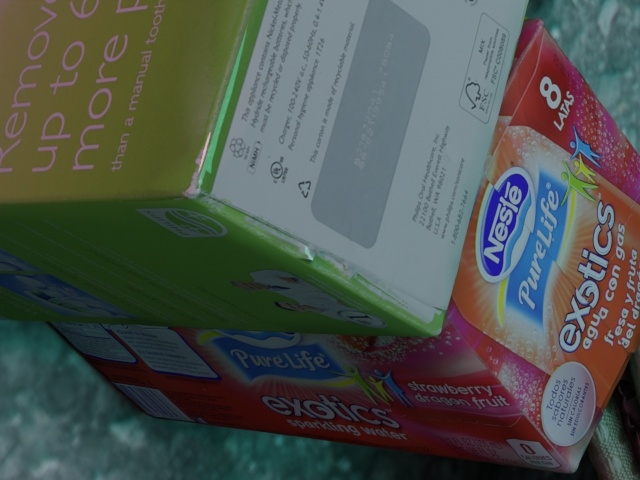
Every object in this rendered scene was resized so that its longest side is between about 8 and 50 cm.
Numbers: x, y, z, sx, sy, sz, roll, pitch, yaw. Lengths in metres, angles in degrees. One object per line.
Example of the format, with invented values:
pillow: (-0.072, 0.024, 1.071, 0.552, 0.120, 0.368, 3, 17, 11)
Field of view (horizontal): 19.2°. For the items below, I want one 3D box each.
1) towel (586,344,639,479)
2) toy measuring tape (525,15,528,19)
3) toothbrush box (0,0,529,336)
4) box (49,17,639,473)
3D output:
towel: (0.168, 0.083, 0.966, 0.312, 0.056, 0.324, -84, 152, -66)
toy measuring tape: (-0.013, -0.168, 0.870, 0.330, 0.121, 0.121, 40, 62, -28)
toothbrush box: (-0.072, -0.083, 0.682, 0.122, 0.283, 0.206, 30, 70, -40)
box: (0.000, 0.000, 0.772, 0.128, 0.257, 0.123, 48, 59, -34)
